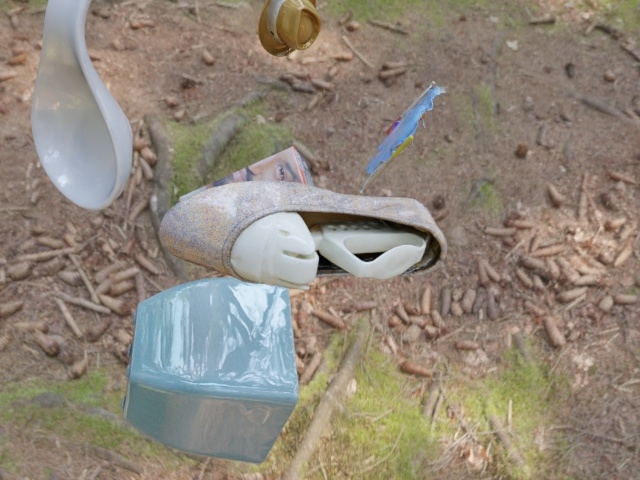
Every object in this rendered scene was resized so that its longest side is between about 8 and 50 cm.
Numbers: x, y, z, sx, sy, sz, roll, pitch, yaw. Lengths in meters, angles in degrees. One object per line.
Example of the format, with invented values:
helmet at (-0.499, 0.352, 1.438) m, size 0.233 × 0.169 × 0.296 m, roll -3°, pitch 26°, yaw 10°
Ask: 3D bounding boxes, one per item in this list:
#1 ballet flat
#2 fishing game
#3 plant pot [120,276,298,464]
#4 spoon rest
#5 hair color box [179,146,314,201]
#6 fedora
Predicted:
ballet flat at (0.000, 0.000, 0.623) m, size 0.316 × 0.107 × 0.106 m, roll -4°, pitch 36°, yaw -25°
fishing game at (0.147, -0.183, 1.031) m, size 0.041 × 0.189 × 0.264 m, roll 38°, pitch 33°, yaw -8°
plant pot at (-0.198, 0.213, 1.025) m, size 0.253 × 0.247 × 0.247 m, roll 8°, pitch 45°, yaw -18°
spoon rest at (-0.221, -0.152, 0.573) m, size 0.137 × 0.276 × 0.084 m, roll 35°, pitch 30°, yaw 19°
hair color box at (-0.088, -0.039, 0.762) m, size 0.167 × 0.053 × 0.093 m, roll -22°, pitch 70°, yaw 13°
fedora at (-0.054, -0.497, 1.374) m, size 0.079 × 0.194 × 0.194 m, roll 38°, pitch 65°, yaw 25°
